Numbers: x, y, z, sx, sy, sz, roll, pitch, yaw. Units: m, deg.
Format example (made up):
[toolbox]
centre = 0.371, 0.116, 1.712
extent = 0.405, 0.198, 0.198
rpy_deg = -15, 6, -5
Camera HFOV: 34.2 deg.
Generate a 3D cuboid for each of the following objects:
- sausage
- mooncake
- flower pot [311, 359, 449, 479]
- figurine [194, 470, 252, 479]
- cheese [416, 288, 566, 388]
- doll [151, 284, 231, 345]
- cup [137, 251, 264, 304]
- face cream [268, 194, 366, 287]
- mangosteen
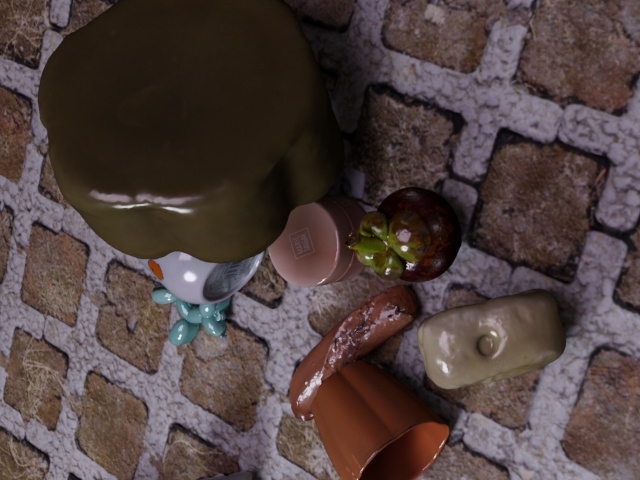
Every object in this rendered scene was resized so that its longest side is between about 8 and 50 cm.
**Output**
[sausage]
centre = 0.040, 0.188, 1.735
extent = 0.087, 0.079, 0.326
rpy_deg = 41, 120, -3
[mooncake]
centre = -0.200, -0.178, 1.630
extent = 0.467, 0.262, 0.467
rpy_deg = -4, 58, 6
[flower pot]
centre = 0.084, 0.293, 1.661
extent = 0.173, 0.190, 0.190
rpy_deg = 52, 122, 35
[figurine]
centre = -0.138, 0.579, 1.839
extent = 0.284, 0.206, 0.316
rpy_deg = -20, 88, 47
[cheese]
centre = 0.239, 0.146, 1.508
extent = 0.235, 0.218, 0.117
rpy_deg = -36, 67, 56
[doll]
centre = -0.233, 0.127, 1.937
extent = 0.158, 0.059, 0.159
rpy_deg = -39, 71, 33
[cup]
centre = -0.254, -0.044, 1.845
extent = 0.317, 0.212, 0.212
rpy_deg = 43, 117, 23
[face cream]
centre = 0.000, 0.000, 1.725
extent = 0.149, 0.104, 0.149
rpy_deg = 4, 97, 36
[mangosteen]
centre = 0.129, 0.005, 1.586
extent = 0.146, 0.181, 0.156
rpy_deg = 46, 138, 7
